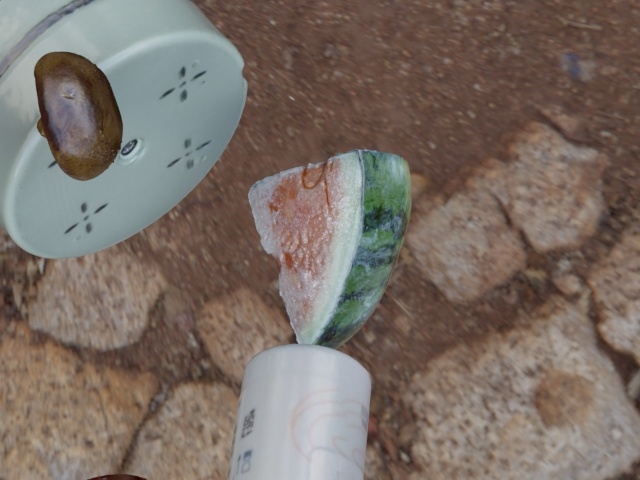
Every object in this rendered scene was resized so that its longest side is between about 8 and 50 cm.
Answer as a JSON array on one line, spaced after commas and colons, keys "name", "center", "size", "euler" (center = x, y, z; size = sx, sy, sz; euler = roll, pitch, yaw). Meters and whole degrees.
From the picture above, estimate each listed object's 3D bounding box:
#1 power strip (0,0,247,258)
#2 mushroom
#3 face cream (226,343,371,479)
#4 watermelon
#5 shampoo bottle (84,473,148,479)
[{"name": "power strip", "center": [-0.268, -0.146, 1.537], "size": [0.357, 0.357, 0.161], "euler": [-44, 67, 0]}, {"name": "mushroom", "center": [-0.238, -0.119, 1.281], "size": [0.087, 0.127, 0.127], "euler": [-18, 109, 7]}, {"name": "face cream", "center": [-0.020, 0.190, 0.742], "size": [0.082, 0.269, 0.082], "euler": [4, 146, 3]}, {"name": "watermelon", "center": [0.000, 0.000, 1.688], "size": [0.201, 0.213, 0.261], "euler": [18, 97, 22]}, {"name": "shampoo bottle", "center": [-0.178, 0.355, 1.352], "size": [0.102, 0.260, 0.064], "euler": [4, 129, -35]}]
